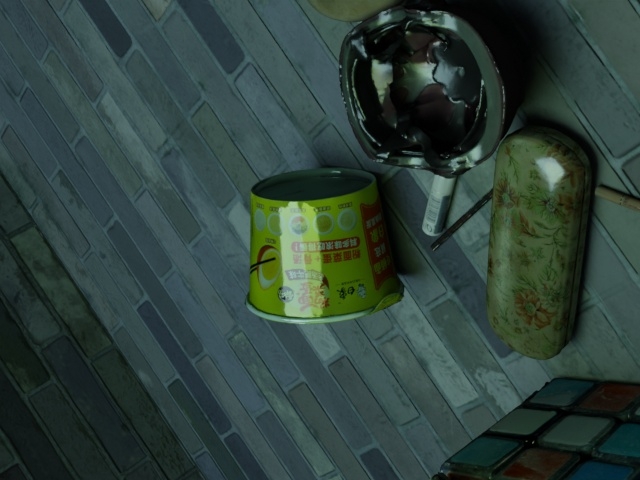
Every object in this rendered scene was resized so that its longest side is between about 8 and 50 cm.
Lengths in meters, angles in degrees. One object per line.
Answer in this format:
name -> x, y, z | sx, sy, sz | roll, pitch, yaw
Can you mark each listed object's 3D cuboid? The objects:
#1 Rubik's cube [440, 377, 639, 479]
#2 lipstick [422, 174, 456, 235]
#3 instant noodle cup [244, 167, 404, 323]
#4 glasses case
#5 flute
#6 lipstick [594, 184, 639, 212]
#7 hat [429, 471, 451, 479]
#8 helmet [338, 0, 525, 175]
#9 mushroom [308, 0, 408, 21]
Rubik's cube -> 0.455, 0.452, 2.035 | 0.359, 0.363, 0.362 | 1, 113, 45
lipstick -> 0.209, -0.068, 2.217 | 0.040, 0.040, 0.141 | 37, 139, 27
instant noodle cup -> 0.000, 0.000, 2.326 | 0.311, 0.311, 0.221 | 13, 116, 45
glasses case -> 0.351, 0.010, 2.055 | 0.156, 0.098, 0.425 | 26, 133, 33
flute -> 0.258, -0.044, 2.199 | 0.014, 0.014, 0.269 | 53, 144, 8
lipstick -> 0.465, -0.062, 1.935 | 0.094, 0.019, 0.019 | 25, 133, 37
hat -> 0.237, 0.472, 1.903 | 0.275, 0.161, 0.232 | -133, 45, -58
helmet -> 0.198, -0.247, 1.966 | 0.338, 0.197, 0.271 | -2, 107, 44
mushroom -> 0.074, -0.430, 2.017 | 0.204, 0.204, 0.204 | 29, 135, 34
